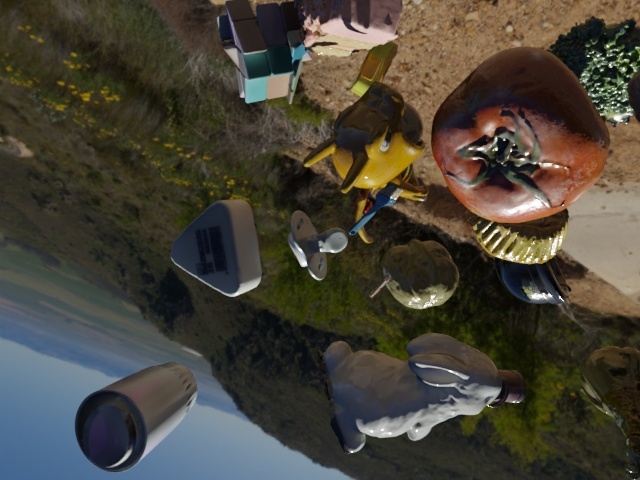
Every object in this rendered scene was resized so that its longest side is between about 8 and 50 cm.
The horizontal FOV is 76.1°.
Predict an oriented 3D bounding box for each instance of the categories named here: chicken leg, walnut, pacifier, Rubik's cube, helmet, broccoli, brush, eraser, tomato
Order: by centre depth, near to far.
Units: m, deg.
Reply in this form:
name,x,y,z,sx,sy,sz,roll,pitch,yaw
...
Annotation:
name,x,y,z,sx,sy,sz,roll,pitch,yaw
tomato,0.249,-0.129,0.553,0.236,0.095,0.237,28,133,34
brush,0.117,-0.066,0.910,0.051,0.014,0.164,19,129,-34
chicken leg,0.706,0.384,0.935,0.201,0.429,0.153,-33,93,29
broccoli,0.793,-0.461,1.114,0.324,0.272,0.334,45,171,36
helmet,0.600,0.085,1.188,0.160,0.279,0.230,-26,112,34
eraser,-0.338,0.051,1.450,0.331,0.331,0.150,9,-167,21
pacifier,0.000,0.000,1.521,0.207,0.227,0.279,-16,115,25
Rubik's cube,-0.207,-0.747,1.629,0.358,0.368,0.387,-17,132,-14
walnut,0.398,0.134,1.638,0.282,0.277,0.253,-28,142,10

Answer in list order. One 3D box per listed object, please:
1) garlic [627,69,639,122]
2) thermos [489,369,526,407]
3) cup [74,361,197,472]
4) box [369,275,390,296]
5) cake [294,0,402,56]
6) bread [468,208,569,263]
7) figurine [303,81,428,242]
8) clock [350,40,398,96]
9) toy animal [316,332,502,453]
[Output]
name,x,y,z,sx,sy,sz,roll,pitch,yaw
garlic,0.676,-0.285,0.792,0.147,0.102,0.159,43,170,29
thermos,0.474,0.415,1.187,0.232,0.099,0.124,11,-169,-21
cup,-0.601,0.567,1.383,0.253,0.253,0.371,14,-175,11
box,0.199,0.154,1.361,0.012,0.046,0.083,45,119,16
cake,0.078,-0.785,1.323,0.293,0.314,0.306,-8,-164,-34
bread,0.502,-0.056,1.019,0.240,0.240,0.139,18,156,3
figurine,0.159,-0.205,1.128,0.268,0.401,0.387,2,172,28
clock,0.197,-0.632,1.504,0.096,0.202,0.143,26,-169,-10
toy animal,0.192,0.306,0.877,0.357,0.194,0.258,-23,100,15
